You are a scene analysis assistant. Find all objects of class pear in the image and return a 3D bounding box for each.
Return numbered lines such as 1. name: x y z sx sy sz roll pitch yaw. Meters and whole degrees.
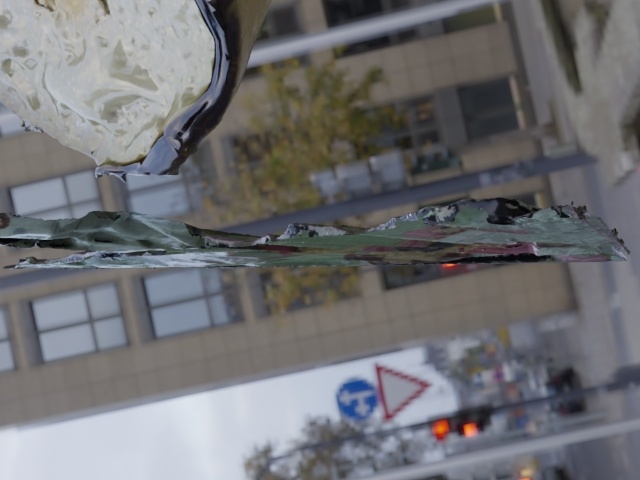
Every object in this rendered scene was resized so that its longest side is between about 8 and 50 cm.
1. pear: -0.112 -0.187 0.905 0.178 0.267 0.267 -38 -57 -41

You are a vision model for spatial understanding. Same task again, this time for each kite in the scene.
1. kite: 0.000 0.000 0.458 0.323 0.268 0.013 -6 83 58
